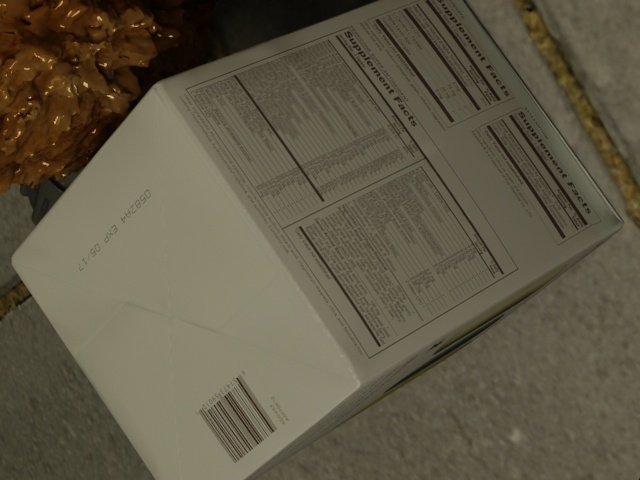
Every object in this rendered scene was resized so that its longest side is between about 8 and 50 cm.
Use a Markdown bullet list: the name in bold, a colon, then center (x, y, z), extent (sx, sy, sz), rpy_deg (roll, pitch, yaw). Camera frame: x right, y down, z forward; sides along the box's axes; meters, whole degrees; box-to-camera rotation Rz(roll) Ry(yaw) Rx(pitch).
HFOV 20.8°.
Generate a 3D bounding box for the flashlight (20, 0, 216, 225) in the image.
- **flashlight**: center (-0.148, -0.128, 1.258), extent (0.103, 0.103, 0.304), rpy_deg (28, 136, -4)

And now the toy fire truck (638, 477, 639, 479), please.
- **toy fire truck**: center (0.293, 0.046, 0.858), extent (0.158, 0.217, 0.246), rpy_deg (30, 127, -7)

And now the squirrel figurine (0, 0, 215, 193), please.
- **squirrel figurine**: center (-0.151, -0.180, 0.932), extent (0.281, 0.370, 0.397), rpy_deg (14, 110, 4)

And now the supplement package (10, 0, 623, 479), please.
- **supplement package**: center (0.000, 0.000, 1.054), extent (0.198, 0.263, 0.199), rpy_deg (55, 135, 8)
